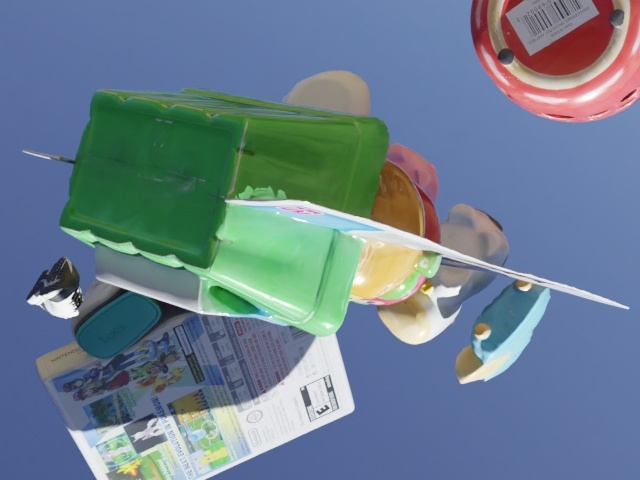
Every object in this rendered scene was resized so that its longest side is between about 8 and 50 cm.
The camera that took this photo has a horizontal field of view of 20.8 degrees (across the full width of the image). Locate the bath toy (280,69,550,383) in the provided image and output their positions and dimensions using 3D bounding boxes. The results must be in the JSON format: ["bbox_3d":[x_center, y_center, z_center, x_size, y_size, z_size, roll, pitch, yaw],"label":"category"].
[{"bbox_3d":[0.080,-0.017,1.759,0.348,0.151,0.129,51,-177,17],"label":"bath toy"}]

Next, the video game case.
[{"bbox_3d":[-0.122,0.156,1.868,0.329,0.300,0.036,76,168,-56],"label":"video game case"}]

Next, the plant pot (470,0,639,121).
[{"bbox_3d":[0.238,-0.205,1.662,0.191,0.191,0.174,37,-167,7],"label":"plant pot"}]

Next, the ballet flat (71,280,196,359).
[{"bbox_3d":[-0.142,0.034,1.643,0.086,0.248,0.086,29,-132,-39],"label":"ballet flat"}]

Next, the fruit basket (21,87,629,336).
[{"bbox_3d":[0.000,0.000,1.299,0.353,0.165,0.327,23,174,-43],"label":"fruit basket"}]

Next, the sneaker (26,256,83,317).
[{"bbox_3d":[-0.218,0.043,1.489,0.044,0.040,0.109,34,164,-12],"label":"sneaker"}]
